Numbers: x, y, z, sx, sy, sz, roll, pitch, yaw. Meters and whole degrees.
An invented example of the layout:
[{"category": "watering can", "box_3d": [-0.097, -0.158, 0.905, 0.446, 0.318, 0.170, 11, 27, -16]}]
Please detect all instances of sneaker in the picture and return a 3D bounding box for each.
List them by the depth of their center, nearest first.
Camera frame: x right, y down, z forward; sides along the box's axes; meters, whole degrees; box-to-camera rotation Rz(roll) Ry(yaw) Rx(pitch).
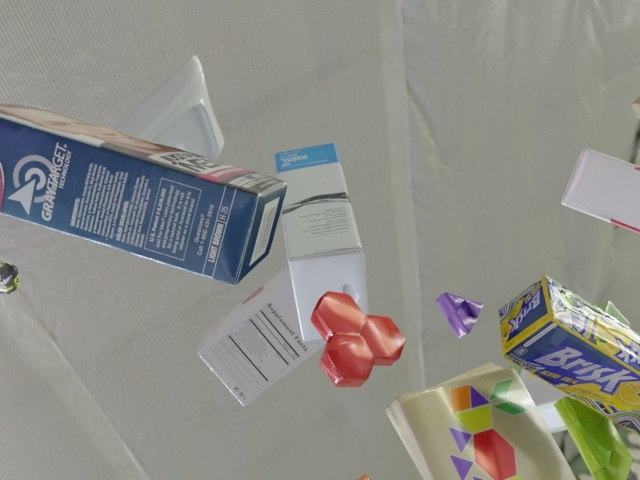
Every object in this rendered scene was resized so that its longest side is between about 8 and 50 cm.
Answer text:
[{"category": "sneaker", "box_3d": [-0.415, 0.051, 0.889, 0.035, 0.031, 0.083, 13, -26, -42]}]

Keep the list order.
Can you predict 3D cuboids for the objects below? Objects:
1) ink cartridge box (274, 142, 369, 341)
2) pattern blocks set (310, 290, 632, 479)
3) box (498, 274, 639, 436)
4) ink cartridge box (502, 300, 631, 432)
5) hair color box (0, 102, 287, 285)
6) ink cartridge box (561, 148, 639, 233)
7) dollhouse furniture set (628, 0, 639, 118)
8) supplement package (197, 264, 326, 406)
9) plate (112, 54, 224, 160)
[{"category": "ink cartridge box", "box_3d": [0.000, 0.000, 1.255, 0.129, 0.307, 0.223, -9, -48, -1]}, {"category": "pattern blocks set", "box_3d": [0.139, 0.183, 0.522, 0.286, 0.324, 0.026, 3, -38, -28]}, {"category": "box", "box_3d": [0.231, 0.100, 0.558, 0.169, 0.054, 0.059, 31, -53, -14]}, {"category": "ink cartridge box", "box_3d": [0.293, 0.189, 0.910, 0.235, 0.056, 0.171, -35, 13, 48]}, {"category": "hair color box", "box_3d": [-0.227, -0.063, 0.763, 0.174, 0.347, 0.105, -55, -19, -79]}, {"category": "ink cartridge box", "box_3d": [0.609, -0.088, 1.335, 0.283, 0.207, 0.117, -6, -62, -66]}, {"category": "dollhouse furniture set", "box_3d": [0.632, -0.407, 1.055, 0.355, 0.174, 0.303, -42, -64, -12]}, {"category": "supplement package", "box_3d": [-0.119, 0.214, 1.593, 0.293, 0.177, 0.175, -38, -80, 2]}, {"category": "plate", "box_3d": [-0.259, -0.126, 1.089, 0.277, 0.045, 0.278, -49, -13, -15]}]
